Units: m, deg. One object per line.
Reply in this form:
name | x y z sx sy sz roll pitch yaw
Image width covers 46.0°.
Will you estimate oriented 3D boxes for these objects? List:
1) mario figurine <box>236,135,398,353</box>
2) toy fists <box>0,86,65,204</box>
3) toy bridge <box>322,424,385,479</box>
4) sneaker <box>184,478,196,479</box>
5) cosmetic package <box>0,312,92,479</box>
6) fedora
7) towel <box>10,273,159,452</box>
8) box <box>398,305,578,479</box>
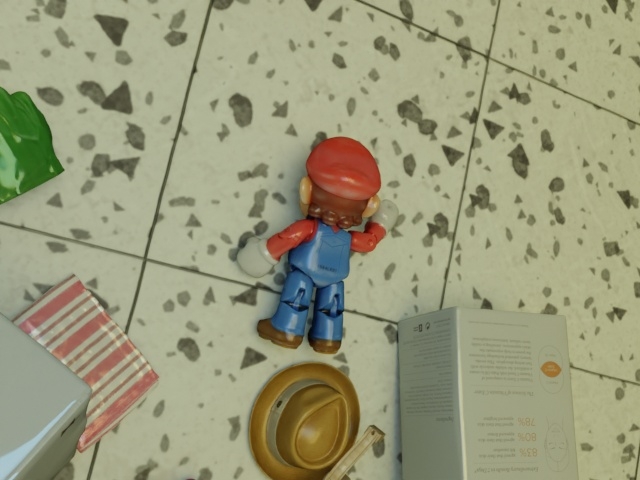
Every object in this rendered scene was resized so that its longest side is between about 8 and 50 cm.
mario figurine | 0.000 0.000 1.143 0.198 0.170 0.320 13 92 -60
toy fists | -0.467 -0.092 0.928 0.279 0.096 0.142 -32 110 -24
toy bridge | 0.023 0.352 1.109 0.026 0.063 0.188 39 92 21
sneaker | -0.183 0.461 1.017 0.111 0.103 0.252 29 76 -19
cosmetic package | -0.462 0.101 0.755 0.453 0.230 0.161 38 54 3
fedora | -0.010 0.277 1.120 0.195 0.079 0.194 2 86 -25
towel | -0.324 0.162 1.002 0.144 0.029 0.197 -42 101 -32
box | 0.256 0.289 1.165 0.215 0.168 0.345 7 74 -24
